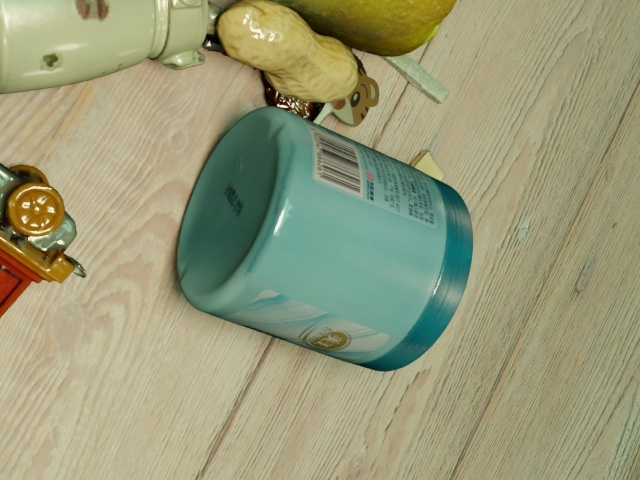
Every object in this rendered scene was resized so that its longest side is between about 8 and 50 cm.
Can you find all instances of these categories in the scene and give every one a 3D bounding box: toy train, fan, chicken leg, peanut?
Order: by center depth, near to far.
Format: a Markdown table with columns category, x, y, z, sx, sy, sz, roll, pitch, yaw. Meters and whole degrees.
| category | x | y | z | sx | sy | sz | roll | pitch | yaw |
| --- | --- | --- | --- | --- | --- | --- | --- | --- | --- |
| toy train | -0.484 | -0.028 | 1.245 | 0.369 | 0.163 | 0.231 | 40 | 83 | -27 |
| peanut | -0.053 | -0.289 | 1.422 | 0.274 | 0.125 | 0.111 | 25 | 59 | -46 |
| chicken leg | -0.086 | -0.273 | 1.519 | 0.253 | 0.051 | 0.106 | 41 | 78 | -25 |
| fan | 0.025 | -0.240 | 1.566 | 0.152 | 0.008 | 0.227 | 56 | 49 | -28 |

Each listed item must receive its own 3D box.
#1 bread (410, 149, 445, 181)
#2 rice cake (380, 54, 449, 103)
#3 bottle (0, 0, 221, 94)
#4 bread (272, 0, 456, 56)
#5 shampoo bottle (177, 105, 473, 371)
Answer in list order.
| category | x | y | z | sx | sy | sz | roll | pitch | yaw |
| --- | --- | --- | --- | --- | --- | --- | --- | --- | --- |
| bread | 0.165 | -0.093 | 1.695 | 0.154 | 0.028 | 0.068 | -49 | 116 | -19 |
| rice cake | 0.167 | -0.304 | 1.677 | 0.171 | 0.029 | 0.033 | 35 | 81 | -29 |
| bottle | -0.306 | -0.336 | 1.289 | 0.351 | 0.229 | 0.229 | -15 | 102 | -29 |
| bread | 0.046 | -0.431 | 1.464 | 0.376 | 0.251 | 0.208 | 18 | 47 | -32 |
| shampoo bottle | 0.000 | 0.000 | 1.430 | 0.342 | 0.331 | 0.331 | 22 | 83 | -30 |
